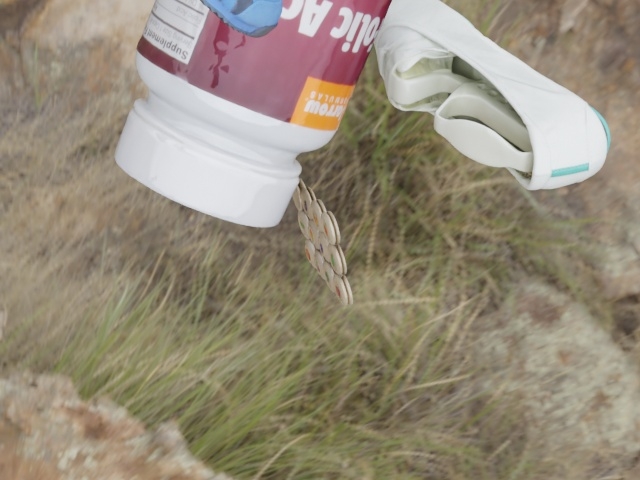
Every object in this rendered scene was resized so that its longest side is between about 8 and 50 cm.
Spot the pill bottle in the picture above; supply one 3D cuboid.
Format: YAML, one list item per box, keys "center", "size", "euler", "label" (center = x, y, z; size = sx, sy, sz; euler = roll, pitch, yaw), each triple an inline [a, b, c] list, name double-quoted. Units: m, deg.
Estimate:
- center: [-0.054, -0.227, 1.459]
  size: [0.224, 0.224, 0.392]
  euler: [22, 103, -7]
  label: "pill bottle"

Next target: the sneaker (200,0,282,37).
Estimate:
- center: [-0.061, -0.184, 0.809]
  size: [0.082, 0.209, 0.069]
  euler: [-43, 58, 7]
  label: "sneaker"

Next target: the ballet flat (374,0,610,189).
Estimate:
- center: [0.162, -0.181, 1.710]
  size: [0.139, 0.139, 0.400]
  euler: [-37, 52, -18]
  label: "ballet flat"

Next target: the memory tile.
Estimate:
- center: [0.000, 0.000, 1.579]
  size: [0.012, 0.148, 0.113]
  euler: [-17, 115, -11]
  label: "memory tile"
